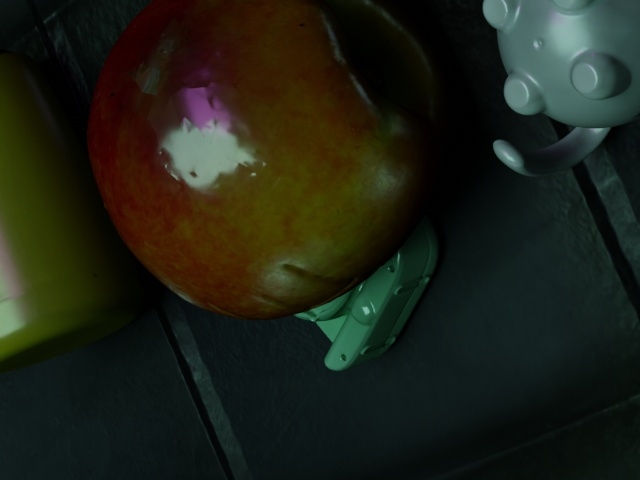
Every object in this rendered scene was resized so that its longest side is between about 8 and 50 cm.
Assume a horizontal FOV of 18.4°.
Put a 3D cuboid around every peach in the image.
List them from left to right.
[{"bbox_3d":[-0.055,-0.075,1.458,0.245,0.248,0.275,34,125,-24],"label":"peach"}]

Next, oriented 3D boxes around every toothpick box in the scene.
[{"bbox_3d":[-0.279,-0.031,1.760,0.175,0.175,0.271,-29,80,45],"label":"toothpick box"}]

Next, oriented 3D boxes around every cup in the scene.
[{"bbox_3d":[0.173,-0.132,1.304,0.173,0.142,0.134,-32,82,46],"label":"cup"}]

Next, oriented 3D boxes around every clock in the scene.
[{"bbox_3d":[0.001,0.000,1.575,0.188,0.060,0.148,44,130,26],"label":"clock"}]
